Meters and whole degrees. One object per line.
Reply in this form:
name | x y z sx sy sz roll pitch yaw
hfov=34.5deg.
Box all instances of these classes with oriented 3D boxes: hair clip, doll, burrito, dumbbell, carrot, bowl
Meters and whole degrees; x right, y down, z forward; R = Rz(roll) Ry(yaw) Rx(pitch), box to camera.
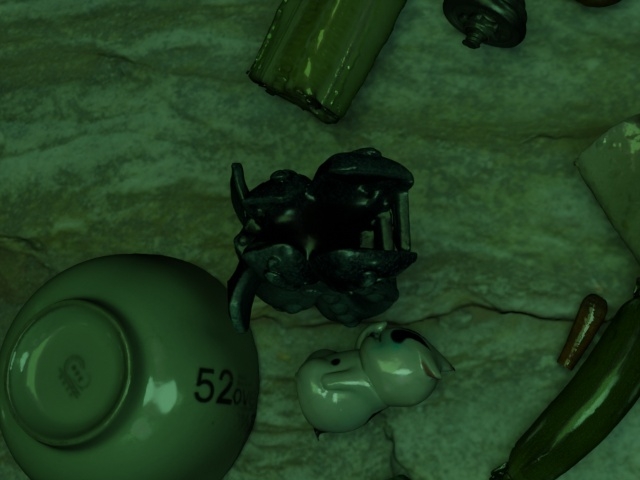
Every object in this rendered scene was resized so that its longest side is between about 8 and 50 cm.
hair clip | -0.006 0.001 1.170 0.206 0.310 0.195 -4 75 -3
doll | 0.056 0.161 1.224 0.180 0.110 0.107 -26 91 15
burrito | 0.415 -0.004 1.136 0.143 0.105 0.299 -19 67 -26
dumbbell | 0.242 -0.350 1.289 0.110 0.110 0.255 24 79 21
carrot | 0.305 0.106 1.198 0.032 0.032 0.093 27 90 22
bowl | -0.269 0.173 1.288 0.353 0.185 0.354 -4 76 17

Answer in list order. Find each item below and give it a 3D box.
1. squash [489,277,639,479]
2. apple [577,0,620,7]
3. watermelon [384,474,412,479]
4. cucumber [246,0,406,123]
squash | 0.307 0.176 1.160 0.071 0.080 0.318 37 92 -14
apple | 0.340 -0.328 1.252 0.089 0.089 0.075 -7 58 17
watermelon | 0.080 0.345 1.213 0.098 0.121 0.158 55 143 35
cucumber | 0.036 -0.315 1.347 0.145 0.105 0.326 21 84 48
